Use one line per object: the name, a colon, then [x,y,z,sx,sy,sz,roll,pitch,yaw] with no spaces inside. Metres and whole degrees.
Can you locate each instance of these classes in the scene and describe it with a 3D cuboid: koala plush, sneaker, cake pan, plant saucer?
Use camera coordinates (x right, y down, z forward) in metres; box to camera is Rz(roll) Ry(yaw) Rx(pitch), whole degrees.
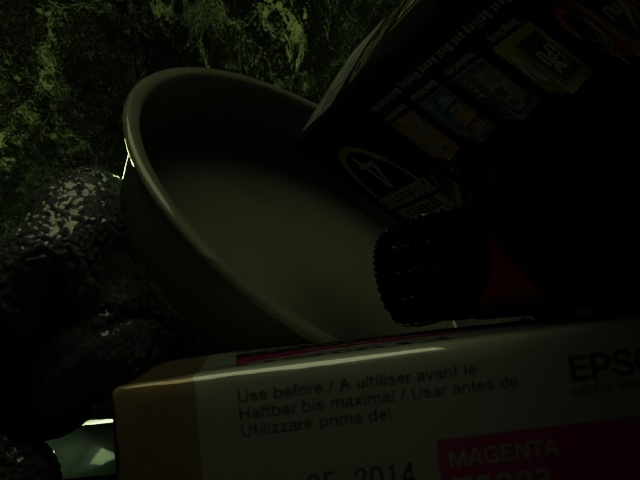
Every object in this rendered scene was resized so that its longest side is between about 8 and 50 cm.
koala plush: [-0.086,0.076,0.641,0.221,0.203,0.196,18,19,12]
sneaker: [0.100,0.000,0.417,0.075,0.057,0.161,-9,-3,-45]
cake pan: [0.000,0.000,0.653,0.293,0.293,0.054,-2,-45,-51]
plant saucer: [-0.164,0.164,0.864,0.194,0.037,0.195,-8,-5,-1]

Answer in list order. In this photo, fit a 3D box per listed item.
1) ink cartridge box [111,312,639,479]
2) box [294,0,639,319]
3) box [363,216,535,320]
ink cartridge box: [0.045,0.081,0.419,0.234,0.088,0.193,-6,-5,-6]
box: [0.171,-0.023,0.486,0.318,0.097,0.395,33,-12,-8]
box: [0.146,0.063,0.923,0.215,0.168,0.345,-8,-4,15]
